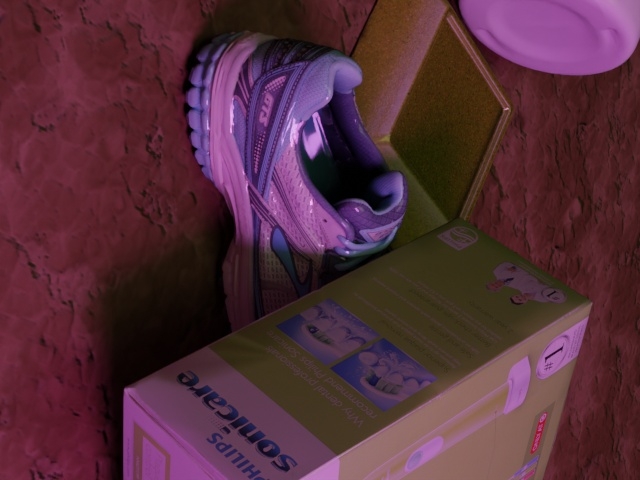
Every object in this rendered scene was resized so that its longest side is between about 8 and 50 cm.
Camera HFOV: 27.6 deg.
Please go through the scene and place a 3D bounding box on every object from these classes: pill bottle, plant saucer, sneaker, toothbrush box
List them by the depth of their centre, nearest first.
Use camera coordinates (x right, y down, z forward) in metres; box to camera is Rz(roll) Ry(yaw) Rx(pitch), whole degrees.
[{"bbox_3d":[0.022,0.139,0.822,0.283,0.122,0.206,-28,138,-36],"label":"toothbrush box"},{"bbox_3d":[0.000,0.000,0.865,0.110,0.122,0.283,-41,125,-42],"label":"sneaker"},{"bbox_3d":[0.089,-0.093,1.029,0.188,0.045,0.188,48,57,-43],"label":"plant saucer"},{"bbox_3d":[0.224,-0.290,1.094,0.152,0.152,0.272,41,63,-46],"label":"pill bottle"}]
